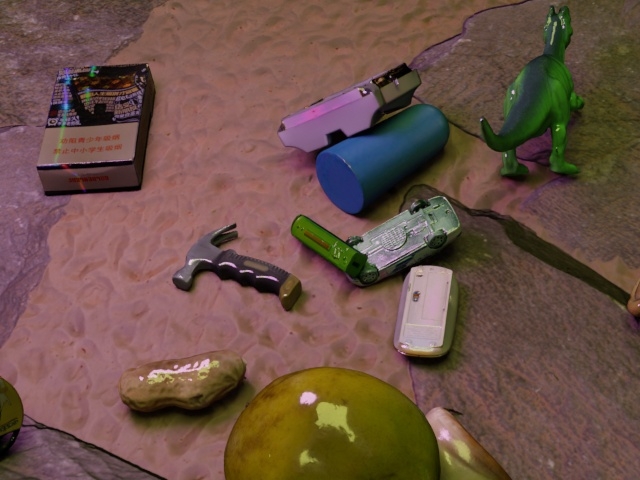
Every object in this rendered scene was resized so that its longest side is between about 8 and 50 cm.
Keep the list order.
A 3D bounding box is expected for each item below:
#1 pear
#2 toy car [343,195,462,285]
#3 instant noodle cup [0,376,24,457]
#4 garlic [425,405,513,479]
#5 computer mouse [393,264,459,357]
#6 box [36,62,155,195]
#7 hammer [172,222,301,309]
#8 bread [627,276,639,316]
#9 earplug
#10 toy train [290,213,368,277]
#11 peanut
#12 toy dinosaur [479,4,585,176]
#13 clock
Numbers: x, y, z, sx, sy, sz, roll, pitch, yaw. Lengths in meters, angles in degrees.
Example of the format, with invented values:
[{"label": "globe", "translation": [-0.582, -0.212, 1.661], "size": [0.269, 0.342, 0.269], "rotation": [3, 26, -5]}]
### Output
[{"label": "pear", "translation": [-0.002, 0.313, 1.699], "size": [0.287, 0.287, 0.375], "rotation": [-34, 34, -24]}, {"label": "toy car", "translation": [0.144, 0.008, 2.092], "size": [0.224, 0.076, 0.090], "rotation": [-29, 54, 6]}, {"label": "instant noodle cup", "translation": [-0.616, 0.235, 1.893], "size": [0.216, 0.215, 0.236], "rotation": [-27, 42, -18]}, {"label": "garlic", "translation": [0.196, 0.320, 1.767], "size": [0.128, 0.115, 0.206], "rotation": [-25, 46, -8]}, {"label": "computer mouse", "translation": [0.181, 0.125, 1.998], "size": [0.102, 0.045, 0.199], "rotation": [3, 47, 10]}, {"label": "box", "translation": [-0.452, -0.230, 2.383], "size": [0.198, 0.084, 0.310], "rotation": [-4, 46, 4]}, {"label": "hammer", "translation": [-0.136, 0.054, 2.107], "size": [0.226, 0.041, 0.158], "rotation": [20, 54, 24]}, {"label": "bread", "translation": [0.628, 0.095, 1.951], "size": [0.225, 0.081, 0.134], "rotation": [6, 42, 14]}, {"label": "earplug", "translation": [0.135, -0.171, 2.236], "size": [0.273, 0.132, 0.132], "rotation": [-33, 51, -27]}, {"label": "toy train", "translation": [0.000, 0.000, 2.108], "size": [0.209, 0.042, 0.044], "rotation": [34, 94, 45]}, {"label": "peanut", "translation": [-0.225, 0.229, 1.917], "size": [0.214, 0.099, 0.099], "rotation": [-4, 46, 0]}, {"label": "toy dinosaur", "translation": [0.397, -0.306, 2.141], "size": [0.144, 0.500, 0.374], "rotation": [5, 82, 22]}, {"label": "clock", "translation": [0.060, -0.252, 2.254], "size": [0.253, 0.083, 0.186], "rotation": [-19, 10, 37]}]
